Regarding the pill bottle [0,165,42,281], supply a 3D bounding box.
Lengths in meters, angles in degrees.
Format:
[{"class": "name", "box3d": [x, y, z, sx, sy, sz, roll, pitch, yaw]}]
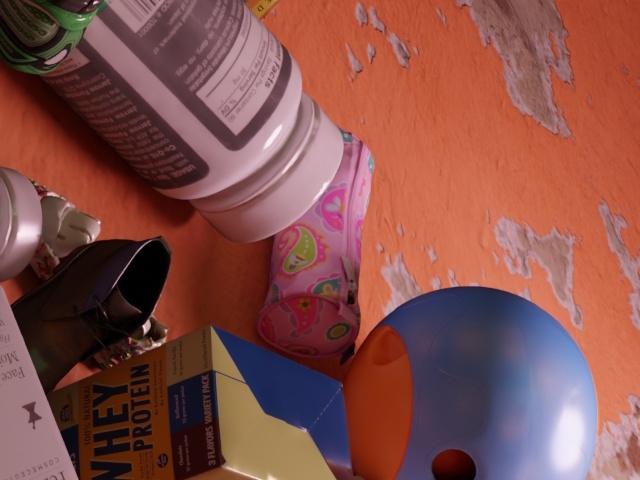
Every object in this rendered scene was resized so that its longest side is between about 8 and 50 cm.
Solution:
[{"class": "pill bottle", "box3d": [-0.345, -0.025, 1.457, 0.229, 0.131, 0.131, 10, 61, -55]}]

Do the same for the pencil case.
[{"class": "pencil case", "box3d": [0.000, 0.000, 2.006, 0.124, 0.124, 0.284, 43, 36, -34]}]

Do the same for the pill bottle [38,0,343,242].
[{"class": "pill bottle", "box3d": [-0.149, -0.172, 1.803, 0.361, 0.204, 0.204, 47, 35, -31]}]

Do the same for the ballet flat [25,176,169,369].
[{"class": "ballet flat", "box3d": [-0.224, 0.022, 1.673, 0.241, 0.077, 0.091, 55, 32, -18]}]

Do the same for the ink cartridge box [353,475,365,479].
[{"class": "ink cartridge box", "box3d": [0.057, 0.396, 1.847, 0.235, 0.088, 0.193, 50, 32, -27]}]

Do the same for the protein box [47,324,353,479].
[{"class": "protein box", "box3d": [-0.110, 0.195, 1.606, 0.200, 0.201, 0.136, 28, 46, -47]}]

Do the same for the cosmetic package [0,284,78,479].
[{"class": "cosmetic package", "box3d": [-0.308, 0.153, 1.349, 0.151, 0.151, 0.184, -20, 87, -49]}]

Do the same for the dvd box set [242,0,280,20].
[{"class": "dvd box set", "box3d": [-0.145, -0.448, 1.894, 0.420, 0.307, 0.062, 44, 0, -23]}]

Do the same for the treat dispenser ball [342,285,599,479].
[{"class": "treat dispenser ball", "box3d": [0.163, 0.193, 1.946, 0.288, 0.288, 0.288, 37, 40, -40]}]

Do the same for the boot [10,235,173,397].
[{"class": "boot", "box3d": [-0.215, 0.071, 1.541, 0.082, 0.106, 0.219, 49, 50, -22]}]

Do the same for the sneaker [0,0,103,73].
[{"class": "sneaker", "box3d": [-0.342, -0.285, 1.609, 0.343, 0.146, 0.134, 46, 33, 20]}]
